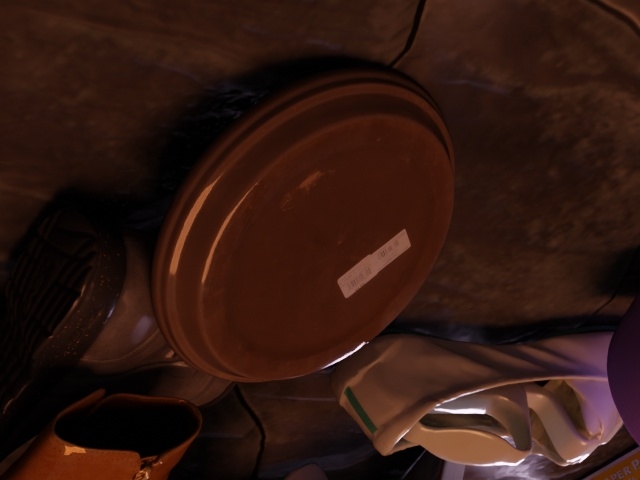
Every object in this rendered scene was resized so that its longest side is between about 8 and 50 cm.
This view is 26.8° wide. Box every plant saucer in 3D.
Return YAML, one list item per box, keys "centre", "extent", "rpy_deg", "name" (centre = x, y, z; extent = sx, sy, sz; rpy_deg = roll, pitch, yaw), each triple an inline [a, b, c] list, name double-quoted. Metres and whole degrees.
- centre: [0.000, 0.000, 1.022]
  extent: [0.277, 0.041, 0.278]
  rpy_deg: [-24, 134, -27]
  name: "plant saucer"

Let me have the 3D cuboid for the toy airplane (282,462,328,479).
- centre: [-0.127, 0.332, 1.290]
  extent: [0.386, 0.272, 0.384]
  rpy_deg: [-43, 177, 11]
  name: "toy airplane"

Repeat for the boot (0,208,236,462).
- centre: [-0.182, 0.118, 1.092]
  extent: [0.222, 0.118, 0.338]
  rpy_deg: [13, 135, -44]
  name: "boot"

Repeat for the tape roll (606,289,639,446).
- centre: [0.413, 0.127, 1.256]
  extent: [0.274, 0.275, 0.090]
  rpy_deg: [-4, 138, -22]
  name: "tape roll"

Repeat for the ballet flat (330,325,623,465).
- centre: [0.196, 0.163, 1.312]
  extent: [0.400, 0.139, 0.139]
  rpy_deg: [4, 135, -30]
  name: "ballet flat"

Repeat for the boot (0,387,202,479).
- centre: [-0.238, 0.202, 0.991]
  extent: [0.295, 0.104, 0.211]
  rpy_deg: [-13, 147, -43]
  name: "boot"

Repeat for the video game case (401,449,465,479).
- centre: [0.070, 0.338, 1.418]
  extent: [0.025, 0.204, 0.285]
  rpy_deg: [29, 127, -6]
  name: "video game case"

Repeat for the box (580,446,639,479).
- centre: [0.396, 0.322, 1.611]
  extent: [0.203, 0.114, 0.103]
  rpy_deg: [-35, 142, 16]
  name: "box"
